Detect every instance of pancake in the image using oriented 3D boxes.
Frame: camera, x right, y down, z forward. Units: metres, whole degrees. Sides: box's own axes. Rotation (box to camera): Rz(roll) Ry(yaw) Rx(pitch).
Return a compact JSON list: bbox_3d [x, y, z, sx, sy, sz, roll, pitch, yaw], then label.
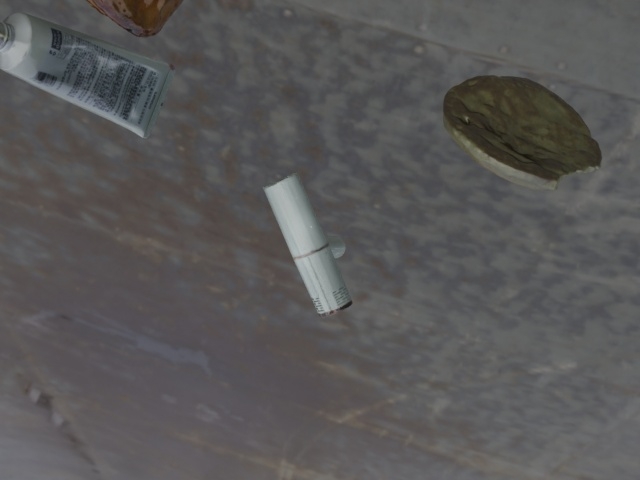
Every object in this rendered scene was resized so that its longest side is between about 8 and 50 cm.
[{"bbox_3d":[0.269,-0.145,1.180,0.222,0.236,0.042,33,134,11],"label":"pancake"}]

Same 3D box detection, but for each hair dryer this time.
[{"bbox_3d":[-0.003,-0.008,1.007,0.044,0.183,0.154,-20,97,12],"label":"hair dryer"}]

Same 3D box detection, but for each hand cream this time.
[{"bbox_3d":[-0.341,-0.244,1.265,0.078,0.124,0.341,24,-176,31],"label":"hand cream"}]

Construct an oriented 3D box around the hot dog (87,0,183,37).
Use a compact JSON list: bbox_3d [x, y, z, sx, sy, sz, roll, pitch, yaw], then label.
[{"bbox_3d":[-0.187,-0.381,1.040,0.122,0.272,0.196,33,-177,34],"label":"hot dog"}]
